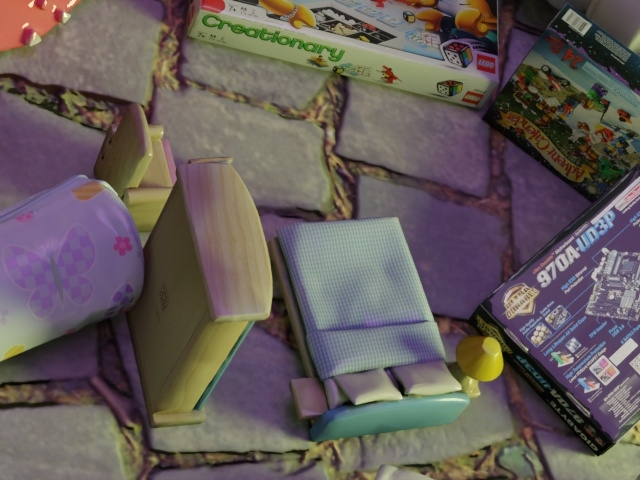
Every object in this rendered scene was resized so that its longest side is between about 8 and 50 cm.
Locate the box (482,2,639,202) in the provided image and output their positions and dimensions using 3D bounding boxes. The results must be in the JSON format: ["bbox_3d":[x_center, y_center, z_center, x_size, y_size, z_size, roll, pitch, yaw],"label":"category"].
[{"bbox_3d":[0.285,-0.101,1.771,0.233,0.159,0.044,37,55,4],"label":"box"}]

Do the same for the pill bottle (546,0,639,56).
[{"bbox_3d":[0.273,-0.377,1.899,0.224,0.224,0.392,-23,70,-32],"label":"pill bottle"}]

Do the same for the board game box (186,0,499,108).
[{"bbox_3d":[0.027,-0.251,1.826,0.305,0.053,0.193,12,56,-15],"label":"board game box"}]

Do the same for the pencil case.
[{"bbox_3d":[-0.276,0.039,1.482,0.273,0.113,0.124,-20,91,-32],"label":"pencil case"}]

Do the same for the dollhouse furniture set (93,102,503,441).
[{"bbox_3d":[0.000,0.000,1.568,0.303,0.198,0.286,-3,61,-24],"label":"dollhouse furniture set"}]

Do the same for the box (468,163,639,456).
[{"bbox_3d":[0.274,0.061,1.700,0.220,0.051,0.175,-41,80,-20],"label":"box"}]

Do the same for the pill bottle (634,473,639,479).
[{"bbox_3d":[0.379,0.262,1.606,0.216,0.121,0.121,9,57,-17],"label":"pill bottle"}]

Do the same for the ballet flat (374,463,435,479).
[{"bbox_3d":[-0.033,0.297,1.429,0.400,0.139,0.139,-31,75,-38],"label":"ballet flat"}]

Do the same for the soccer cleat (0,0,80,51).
[{"bbox_3d":[-0.258,-0.247,1.704,0.095,0.083,0.248,30,52,35],"label":"soccer cleat"}]
